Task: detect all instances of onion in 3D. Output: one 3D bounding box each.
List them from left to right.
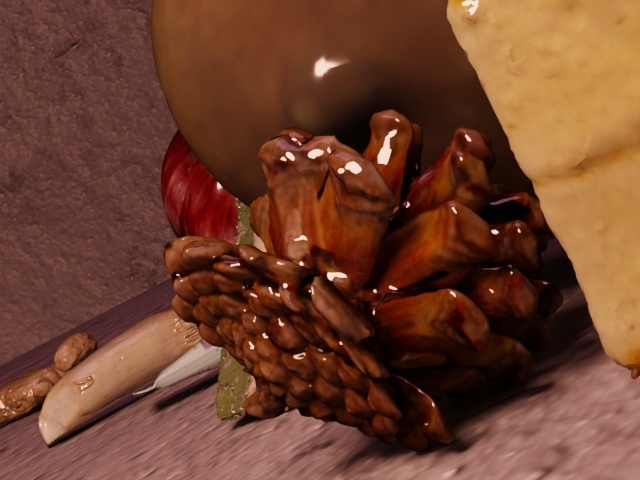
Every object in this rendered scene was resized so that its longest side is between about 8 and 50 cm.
[{"bbox_3d":[-0.029,-0.022,1.346,0.273,0.285,0.273,9,31,-5],"label":"onion"}]

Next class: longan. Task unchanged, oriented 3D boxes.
[{"bbox_3d":[0.072,-0.153,0.826,0.361,0.361,0.361,-26,4,2],"label":"longan"}]

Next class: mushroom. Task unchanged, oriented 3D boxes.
[{"bbox_3d":[-0.185,0.125,1.304,0.209,0.071,0.084,-31,0,-17],"label":"mushroom"}]

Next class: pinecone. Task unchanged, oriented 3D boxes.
[{"bbox_3d":[0.030,0.017,0.664,0.195,0.150,0.179,-15,28,-42],"label":"pinecone"}]

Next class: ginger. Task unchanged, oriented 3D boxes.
[{"bbox_3d":[-0.377,0.192,1.682,0.258,0.065,0.149,-31,-10,14],"label":"ginger"}]

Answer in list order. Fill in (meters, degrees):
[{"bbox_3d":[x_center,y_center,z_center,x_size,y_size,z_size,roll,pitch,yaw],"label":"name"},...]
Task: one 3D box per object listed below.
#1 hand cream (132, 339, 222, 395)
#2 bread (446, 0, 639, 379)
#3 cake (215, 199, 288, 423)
[{"bbox_3d":[-0.015,0.059,1.192,0.331,0.058,0.085,-32,0,-6],"label":"hand cream"},{"bbox_3d":[0.244,-0.101,0.526,0.279,0.207,0.279,-28,6,-42],"label":"bread"},{"bbox_3d":[-0.001,0.003,0.999,0.158,0.172,0.283,-26,6,29],"label":"cake"}]
